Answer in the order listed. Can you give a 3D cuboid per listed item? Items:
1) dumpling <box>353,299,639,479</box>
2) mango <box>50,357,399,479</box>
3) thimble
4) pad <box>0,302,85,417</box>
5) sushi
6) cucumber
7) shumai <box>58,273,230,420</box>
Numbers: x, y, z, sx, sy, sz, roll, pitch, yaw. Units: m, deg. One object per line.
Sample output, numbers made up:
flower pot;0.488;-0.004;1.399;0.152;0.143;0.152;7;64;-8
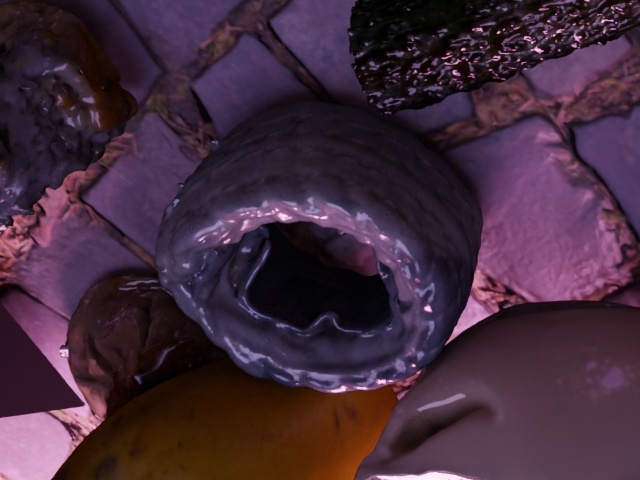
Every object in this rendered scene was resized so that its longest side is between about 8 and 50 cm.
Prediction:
dumpling;0.215;0.177;1.471;0.395;0.233;0.315;-17;157;-1
mango;-0.072;0.209;1.517;0.182;0.365;0.253;53;138;22
thimble;0.000;0.000;1.438;0.250;0.172;0.204;13;126;8
pad;-0.343;0.075;1.709;0.170;0.006;0.245;-13;121;45
sushi;-0.289;-0.092;1.463;0.274;0.184;0.139;-14;119;31
cucumber;0.189;-0.180;1.274;0.359;0.096;0.096;-17;119;28
shumai;-0.147;0.133;1.630;0.201;0.120;0.201;9;128;12
